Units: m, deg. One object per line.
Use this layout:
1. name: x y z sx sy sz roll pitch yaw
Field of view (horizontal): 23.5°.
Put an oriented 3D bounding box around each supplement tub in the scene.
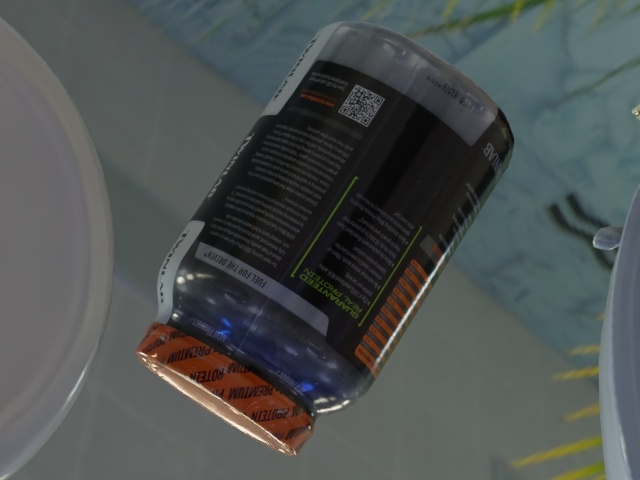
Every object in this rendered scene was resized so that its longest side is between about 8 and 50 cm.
1. supplement tub: 0.000 0.000 0.739 0.117 0.117 0.190 40 -104 -26
2. supplement tub: -0.224 0.011 0.578 0.191 0.272 0.191 6 -99 -41

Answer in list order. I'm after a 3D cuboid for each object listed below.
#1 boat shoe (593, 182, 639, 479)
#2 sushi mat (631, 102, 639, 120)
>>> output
1. boat shoe: 0.155 -0.014 0.467 0.156 0.136 0.367 82 -162 -53
2. sushi mat: 0.359 -0.118 1.060 0.151 0.316 0.019 47 -127 2
